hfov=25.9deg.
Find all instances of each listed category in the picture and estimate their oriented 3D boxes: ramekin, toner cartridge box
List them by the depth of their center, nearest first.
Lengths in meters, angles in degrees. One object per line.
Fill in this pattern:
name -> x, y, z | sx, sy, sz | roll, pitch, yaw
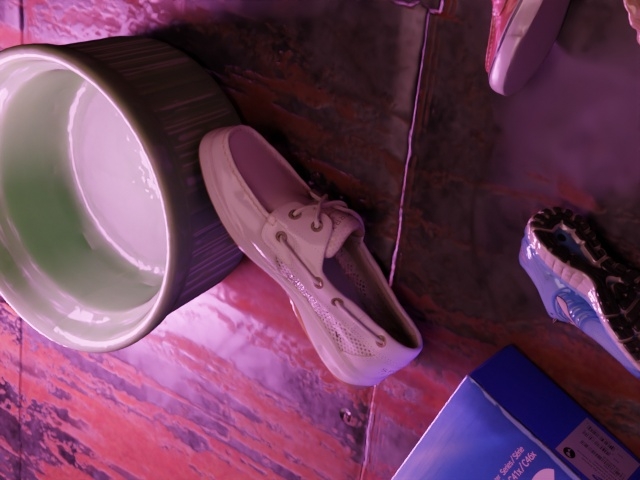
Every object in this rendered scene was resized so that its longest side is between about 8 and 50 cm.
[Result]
toner cartridge box -> 0.133, 0.271, 1.268 | 0.165, 0.075, 0.347 | 43, 129, 18
ramekin -> -0.205, -0.056, 1.360 | 0.303, 0.148, 0.303 | 16, 118, 34

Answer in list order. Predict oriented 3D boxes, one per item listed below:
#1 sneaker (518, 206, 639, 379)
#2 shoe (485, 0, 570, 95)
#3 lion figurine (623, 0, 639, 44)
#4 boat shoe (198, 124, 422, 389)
sneaker -> 0.221, 0.049, 1.126 | 0.162, 0.063, 0.073 | 52, 149, 16
shoe -> 0.149, -0.205, 1.069 | 0.081, 0.063, 0.178 | 33, 121, 26
lion figurine -> 0.211, -0.311, 0.917 | 0.392, 0.142, 0.240 | 52, 129, 11
boat shoe -> 0.000, 0.000, 1.256 | 0.096, 0.098, 0.277 | -33, 95, 42
